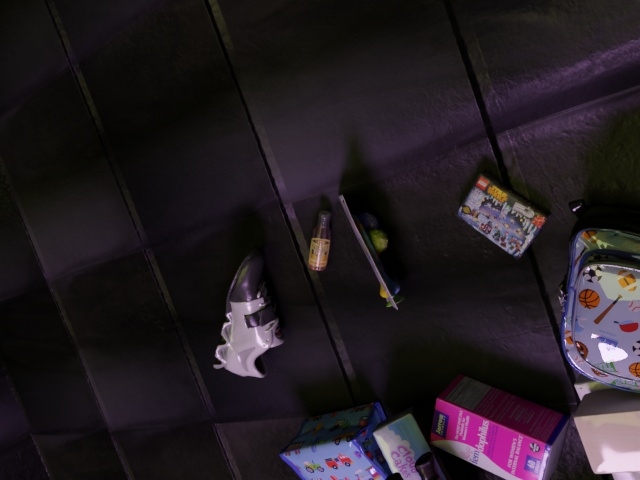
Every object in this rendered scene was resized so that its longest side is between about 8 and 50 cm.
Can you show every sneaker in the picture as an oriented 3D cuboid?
[{"bbox_3d":[-0.141,0.168,1.558,0.146,0.122,0.330,18,117,9],"label":"sneaker"}]

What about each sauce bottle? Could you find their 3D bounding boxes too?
[{"bbox_3d":[0.000,0.000,1.424,0.042,0.042,0.128,21,120,28],"label":"sauce bottle"}]

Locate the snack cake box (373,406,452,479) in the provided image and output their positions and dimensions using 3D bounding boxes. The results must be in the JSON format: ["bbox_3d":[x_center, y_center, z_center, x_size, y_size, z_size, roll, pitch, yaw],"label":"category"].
[{"bbox_3d":[0.206,0.471,1.348,0.089,0.152,0.264,-29,78,5],"label":"snack cake box"}]

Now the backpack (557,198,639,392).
[{"bbox_3d":[0.484,0.101,1.019,0.276,0.213,0.263,13,125,28],"label":"backpack"}]

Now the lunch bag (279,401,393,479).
[{"bbox_3d":[0.089,0.532,1.520,0.221,0.138,0.293,-23,102,37],"label":"lunch bag"}]

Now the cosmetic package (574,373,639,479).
[{"bbox_3d":[0.526,0.331,1.157,0.099,0.060,0.239,-21,94,35],"label":"cosmetic package"}]

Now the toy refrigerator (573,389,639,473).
[{"bbox_3d":[0.540,0.277,1.033,0.269,0.094,0.102,-19,95,35],"label":"toy refrigerator"}]

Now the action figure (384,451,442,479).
[{"bbox_3d":[0.227,0.532,1.213,0.185,0.099,0.285,-27,82,-4],"label":"action figure"}]

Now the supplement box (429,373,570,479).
[{"bbox_3d":[0.330,0.354,1.276,0.220,0.114,0.111,18,116,32],"label":"supplement box"}]

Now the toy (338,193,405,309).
[{"bbox_3d":[0.107,0.012,1.324,0.056,0.137,0.237,-23,92,-1],"label":"toy"}]

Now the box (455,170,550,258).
[{"bbox_3d":[0.315,-0.044,1.189,0.137,0.027,0.094,38,124,19],"label":"box"}]
